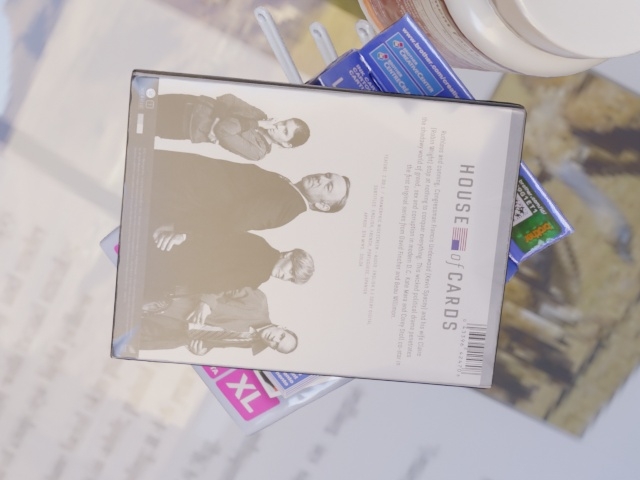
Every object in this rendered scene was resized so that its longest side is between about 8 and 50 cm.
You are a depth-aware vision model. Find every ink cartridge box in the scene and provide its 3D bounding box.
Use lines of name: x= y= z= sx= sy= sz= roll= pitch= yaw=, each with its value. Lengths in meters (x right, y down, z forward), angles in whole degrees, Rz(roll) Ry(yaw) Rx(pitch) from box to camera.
ink cartridge box: x=0.000 y=0.000 z=1.081 sx=0.311 sy=0.186 sz=0.065 roll=-33 pitch=6 yaw=39

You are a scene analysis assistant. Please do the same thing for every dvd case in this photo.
dvd case: x=-0.003 y=-0.005 z=0.969 sx=0.029 sy=0.238 sz=0.179 roll=-108 pitch=23 yaw=-77

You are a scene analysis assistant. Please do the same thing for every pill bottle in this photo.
pill bottle: x=0.183 y=-0.267 z=1.469 sx=0.224 sy=0.224 sz=0.392 roll=-64 pitch=17 yaw=0

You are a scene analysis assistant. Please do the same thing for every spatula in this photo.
spatula: x=0.028 y=-0.112 z=1.433 sx=0.019 sy=0.168 sz=0.242 roll=-52 pitch=-44 yaw=-24
